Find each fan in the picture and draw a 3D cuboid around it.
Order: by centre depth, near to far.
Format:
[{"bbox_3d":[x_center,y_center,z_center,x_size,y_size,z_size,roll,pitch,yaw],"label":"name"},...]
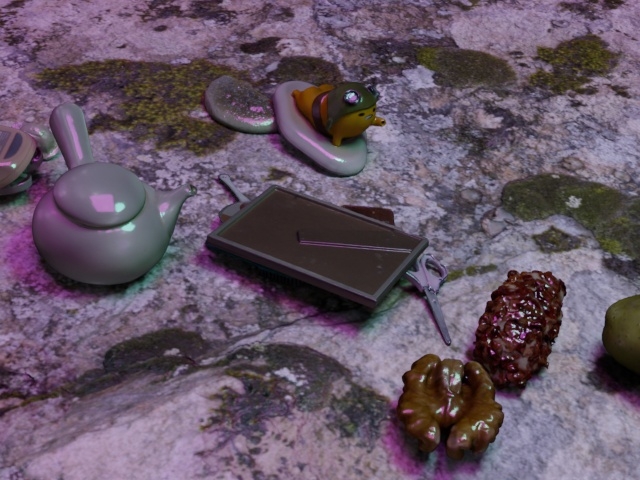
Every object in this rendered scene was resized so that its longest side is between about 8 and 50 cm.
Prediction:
[{"bbox_3d":[-0.114,-0.051,1.760,0.153,0.008,0.226,-9,38,-34],"label":"fan"}]

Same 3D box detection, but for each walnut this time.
[{"bbox_3d":[0.174,0.229,1.442,0.143,0.069,0.170,12,38,5],"label":"walnut"}]

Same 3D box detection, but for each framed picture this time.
[{"bbox_3d":[0.000,0.000,1.669,0.290,0.020,0.211,20,35,20],"label":"framed picture"}]

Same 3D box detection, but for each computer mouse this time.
[{"bbox_3d":[-0.575,-0.133,1.726,0.237,0.082,0.145,8,38,-4],"label":"computer mouse"}]

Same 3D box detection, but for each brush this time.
[{"bbox_3d":[-0.100,0.035,1.660,0.193,0.032,0.043,17,29,29],"label":"brush"}]

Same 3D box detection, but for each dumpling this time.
[{"bbox_3d":[-0.485,-0.167,1.808,0.052,0.076,0.057,-13,53,34],"label":"dumpling"}]

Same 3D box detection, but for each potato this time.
[{"bbox_3d":[0.528,0.160,1.542,0.248,0.143,0.169,23,3,23],"label":"potato"}]

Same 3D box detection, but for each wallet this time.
[{"bbox_3d":[0.077,0.008,1.726,0.095,0.026,0.176,2,40,-3],"label":"wallet"}]

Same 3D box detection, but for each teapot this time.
[{"bbox_3d":[-0.363,-0.066,1.633,0.318,0.149,0.220,33,43,25],"label":"teapot"}]

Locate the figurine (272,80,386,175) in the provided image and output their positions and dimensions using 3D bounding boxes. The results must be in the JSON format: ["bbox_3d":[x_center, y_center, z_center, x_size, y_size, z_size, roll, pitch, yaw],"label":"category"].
[{"bbox_3d":[0.015,-0.249,1.911,0.167,0.141,0.250,-19,55,-36],"label":"figurine"}]

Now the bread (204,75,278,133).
[{"bbox_3d":[-0.149,-0.250,1.988,0.193,0.036,0.112,32,45,26],"label":"bread"}]

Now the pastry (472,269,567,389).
[{"bbox_3d":[0.295,0.125,1.575,0.115,0.097,0.208,16,40,24],"label":"pastry"}]

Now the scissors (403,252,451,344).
[{"bbox_3d":[0.171,0.087,1.648,0.100,0.015,0.189,9,41,-26],"label":"scissors"}]
